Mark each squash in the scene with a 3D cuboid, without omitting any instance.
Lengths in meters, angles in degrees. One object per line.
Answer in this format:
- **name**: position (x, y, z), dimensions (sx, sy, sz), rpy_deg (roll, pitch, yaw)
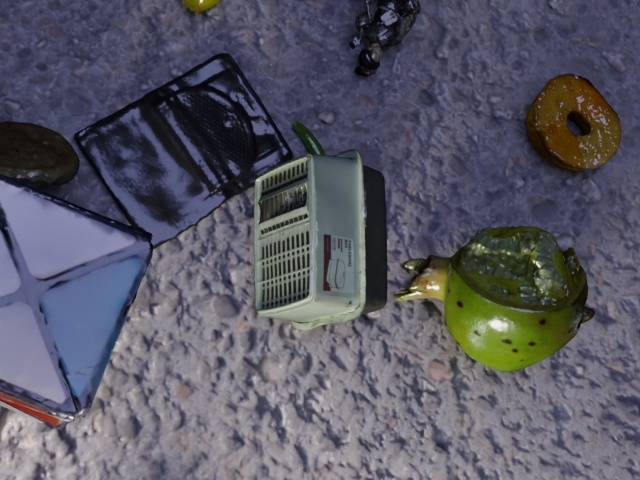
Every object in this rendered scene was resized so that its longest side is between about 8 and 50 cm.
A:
- **squash**: position (-0.020, -0.179, 2.001), dimensions (0.027, 0.027, 0.089), rpy_deg (-31, 85, -19)

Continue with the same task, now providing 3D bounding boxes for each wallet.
- **wallet**: position (-0.230, -0.161, 1.939), dimensions (0.323, 0.041, 0.247), rpy_deg (-33, 85, -17)

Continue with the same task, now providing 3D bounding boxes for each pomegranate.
- **pomegranate**: position (0.298, 0.091, 1.918), dimensions (0.341, 0.260, 0.260), rpy_deg (8, 73, 20)

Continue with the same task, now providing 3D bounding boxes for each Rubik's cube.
- **Rubik's cube**: position (-0.448, 0.088, 1.683), dimensions (0.307, 0.305, 0.310), rpy_deg (23, 73, -8)

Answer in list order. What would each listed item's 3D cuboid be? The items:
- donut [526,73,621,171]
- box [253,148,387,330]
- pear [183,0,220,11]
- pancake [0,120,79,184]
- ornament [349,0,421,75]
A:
- **donut**: position (0.475, -0.217, 2.111), dimensions (0.190, 0.074, 0.174), rpy_deg (32, 70, -9)
- **box**: position (0.000, 0.000, 1.865), dimensions (0.166, 0.221, 0.290), rpy_deg (9, 75, -35)
- **pear**: position (-0.215, -0.459, 1.991), dimensions (0.092, 0.092, 0.097), rpy_deg (24, 89, -8)
- **pancake**: position (-0.506, -0.150, 1.790), dimensions (0.236, 0.222, 0.042), rpy_deg (11, 117, -14)
- **ornament**: position (0.107, -0.400, 2.034), dimensions (0.166, 0.153, 0.196), rpy_deg (15, 83, -10)
